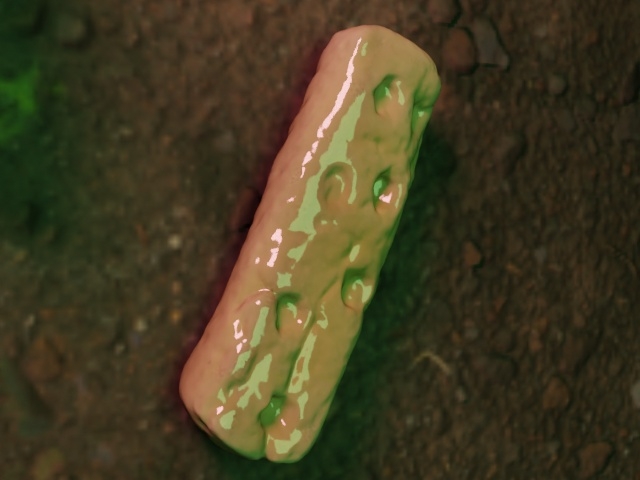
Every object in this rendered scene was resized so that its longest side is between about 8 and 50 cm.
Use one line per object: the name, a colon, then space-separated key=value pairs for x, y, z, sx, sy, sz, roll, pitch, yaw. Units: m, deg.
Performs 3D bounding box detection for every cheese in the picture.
cheese: x=0.000 y=0.000 z=0.472 sx=0.065 sy=0.043 sz=0.194 roll=29 pitch=75 yaw=-27
